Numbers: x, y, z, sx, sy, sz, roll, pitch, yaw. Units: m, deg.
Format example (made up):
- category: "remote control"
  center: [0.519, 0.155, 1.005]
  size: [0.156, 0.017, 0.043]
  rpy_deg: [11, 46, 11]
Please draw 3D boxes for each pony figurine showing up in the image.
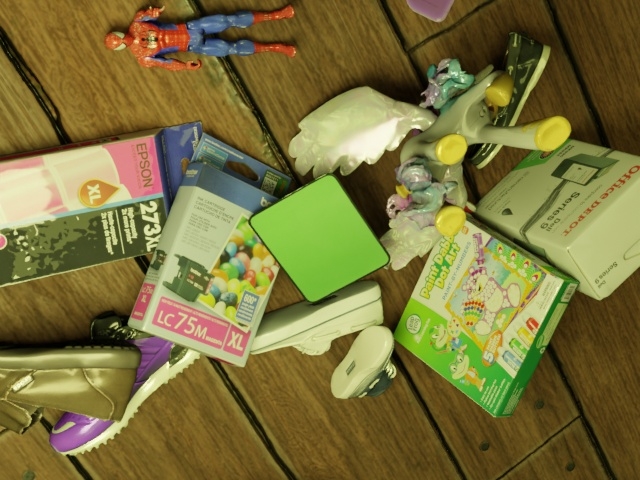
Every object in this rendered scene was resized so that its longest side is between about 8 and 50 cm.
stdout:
- category: "pony figurine"
  center: [0.168, -0.131, 1.462]
  size: [0.351, 0.363, 0.303]
  rpy_deg: [-41, 108, 5]

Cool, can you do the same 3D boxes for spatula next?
- category: "spatula"
  center: [0.218, -0.498, 1.537]
  size: [0.084, 0.030, 0.297]
  rpy_deg: [18, 96, -23]

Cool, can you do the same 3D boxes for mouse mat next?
- category: "mouse mat"
  center: [0.000, 0.000, 1.459]
  size: [0.152, 0.007, 0.190]
  rpy_deg: [-28, 119, 12]

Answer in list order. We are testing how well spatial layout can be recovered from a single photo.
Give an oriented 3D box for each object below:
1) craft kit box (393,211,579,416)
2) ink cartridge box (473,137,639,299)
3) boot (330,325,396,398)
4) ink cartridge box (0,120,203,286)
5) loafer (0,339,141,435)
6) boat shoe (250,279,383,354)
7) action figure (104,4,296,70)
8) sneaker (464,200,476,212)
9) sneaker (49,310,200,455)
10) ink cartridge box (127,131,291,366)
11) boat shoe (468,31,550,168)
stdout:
- category: "craft kit box"
  center: [0.260, 0.114, 1.574]
  size: [0.061, 0.246, 0.250]
  rpy_deg: [8, 111, -43]
- category: "ink cartridge box"
  center: [0.419, -0.048, 1.591]
  size: [0.211, 0.289, 0.121]
  rpy_deg: [-43, 115, -7]
- category: "boot"
  center: [0.094, 0.202, 1.612]
  size: [0.086, 0.069, 0.190]
  rpy_deg: [4, 144, -28]
- category: "ink cartridge box"
  center: [-0.331, -0.055, 1.414]
  size: [0.370, 0.069, 0.176]
  rpy_deg: [-14, 108, -21]
- category: "loafer"
  center: [-0.434, 0.209, 1.346]
  size: [0.365, 0.134, 0.130]
  rpy_deg: [-1, 89, 0]
- category: "boat shoe"
  center: [-0.010, 0.145, 1.575]
  size: [0.258, 0.095, 0.084]
  rpy_deg: [-18, 105, -16]
- category: "action figure"
  center: [-0.162, -0.291, 1.383]
  size: [0.280, 0.139, 0.092]
  rpy_deg: [-8, 105, -18]
- category: "sneaker"
  center: [0.203, -0.052, 1.640]
  size: [0.118, 0.042, 0.067]
  rpy_deg: [21, 91, -18]
- category: "sneaker"
  center: [-0.314, 0.184, 1.464]
  size: [0.293, 0.102, 0.146]
  rpy_deg: [-43, 115, -15]
- category: "ink cartridge box"
  center: [-0.147, 0.014, 1.454]
  size: [0.185, 0.065, 0.311]
  rpy_deg: [26, 76, -33]
- category: "boat shoe"
  center: [0.297, -0.233, 1.619]
  size: [0.079, 0.084, 0.233]
  rpy_deg: [24, 95, -9]
